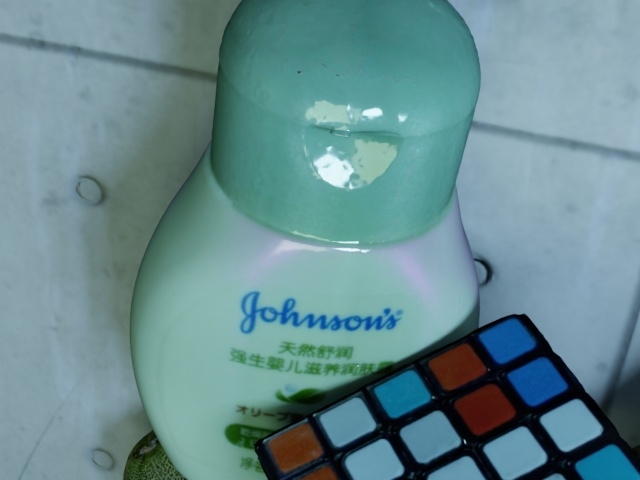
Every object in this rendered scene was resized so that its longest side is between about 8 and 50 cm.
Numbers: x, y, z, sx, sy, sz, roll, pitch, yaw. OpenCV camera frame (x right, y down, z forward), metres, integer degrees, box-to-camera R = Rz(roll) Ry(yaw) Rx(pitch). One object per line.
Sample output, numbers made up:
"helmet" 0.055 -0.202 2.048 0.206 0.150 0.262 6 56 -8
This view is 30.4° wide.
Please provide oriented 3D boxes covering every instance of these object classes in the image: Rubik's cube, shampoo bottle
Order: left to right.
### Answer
"shampoo bottle" 0.000 0.000 0.716 0.222 0.151 0.349 7 126 -5
"Rubik's cube" 0.093 0.187 0.684 0.187 0.184 0.182 -28 135 -10

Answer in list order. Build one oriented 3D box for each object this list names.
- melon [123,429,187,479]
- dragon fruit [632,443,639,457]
"melon" -0.093 0.213 0.933 0.099 0.099 0.162 -15 123 26
"dragon fruit" 0.316 0.180 0.699 0.228 0.243 0.307 11 134 -41
